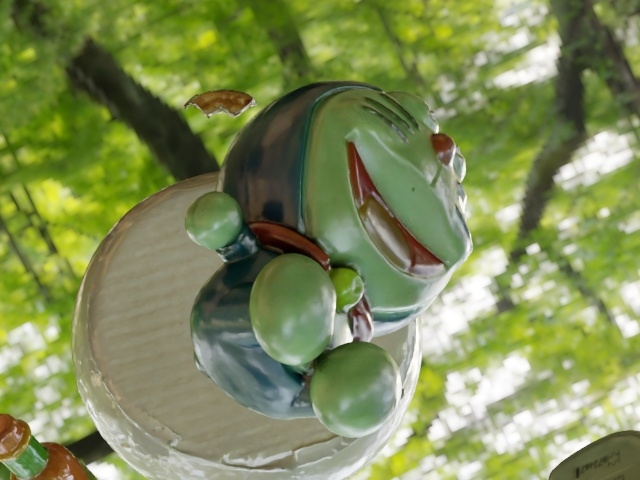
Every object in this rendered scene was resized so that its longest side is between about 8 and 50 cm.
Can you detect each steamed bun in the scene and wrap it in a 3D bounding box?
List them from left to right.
[{"bbox_3d":[-0.082,0.112,1.720,0.374,0.374,0.241,-28,164,-19],"label":"steamed bun"}]

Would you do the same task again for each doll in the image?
[{"bbox_3d":[0.000,0.001,1.194,0.186,0.198,0.322,-16,-153,38],"label":"doll"}]

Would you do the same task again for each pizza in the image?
[{"bbox_3d":[-0.112,-0.152,1.788,0.083,0.016,0.037,-3,-124,4],"label":"pizza"}]

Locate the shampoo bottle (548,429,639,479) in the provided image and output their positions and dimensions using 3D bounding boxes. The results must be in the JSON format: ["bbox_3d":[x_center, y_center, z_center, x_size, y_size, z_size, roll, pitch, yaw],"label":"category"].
[{"bbox_3d":[0.326,0.287,1.329,0.134,0.359,0.078,-31,-145,31],"label":"shampoo bottle"}]

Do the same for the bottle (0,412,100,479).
[{"bbox_3d":[-0.261,0.228,1.526,0.069,0.187,0.069,-16,-133,17],"label":"bottle"}]
